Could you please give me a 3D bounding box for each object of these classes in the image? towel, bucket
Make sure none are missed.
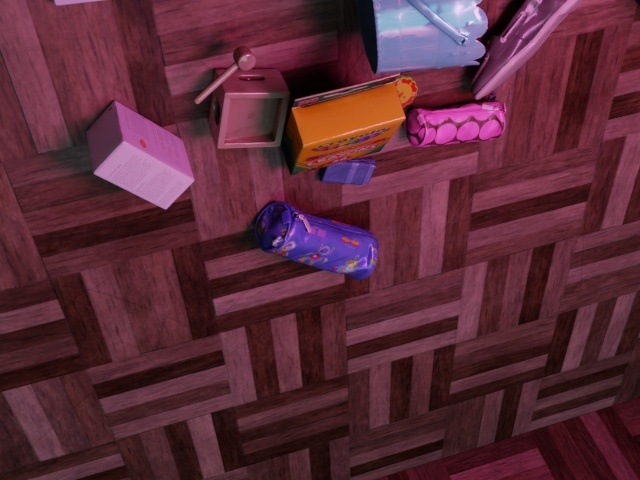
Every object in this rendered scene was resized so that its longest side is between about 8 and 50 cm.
[{"bbox_3d":[0.058,-0.153,1.886,0.119,0.029,0.067,1,132,-26],"label":"towel"},{"bbox_3d":[0.163,-0.420,1.483,0.183,0.281,0.281,-10,137,-2],"label":"bucket"}]

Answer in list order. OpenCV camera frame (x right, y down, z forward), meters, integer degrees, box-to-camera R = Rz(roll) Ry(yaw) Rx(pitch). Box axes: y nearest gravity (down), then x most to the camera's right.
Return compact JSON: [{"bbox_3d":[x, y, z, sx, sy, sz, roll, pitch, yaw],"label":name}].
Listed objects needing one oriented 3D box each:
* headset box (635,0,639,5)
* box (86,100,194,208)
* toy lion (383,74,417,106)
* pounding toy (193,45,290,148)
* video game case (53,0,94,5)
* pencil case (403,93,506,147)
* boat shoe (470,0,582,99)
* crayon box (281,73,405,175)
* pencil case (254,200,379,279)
[{"bbox_3d":[0.785,-0.493,1.699,0.282,0.246,0.131,-2,135,-21],"label":"headset box"},{"bbox_3d":[-0.339,-0.159,1.626,0.091,0.130,0.170,-42,134,21],"label":"box"},{"bbox_3d":[0.148,-0.302,1.775,0.100,0.034,0.096,23,114,-39],"label":"toy lion"},{"bbox_3d":[-0.156,-0.281,1.609,0.181,0.094,0.206,-5,135,-21],"label":"pounding toy"},{"bbox_3d":[-0.343,-0.480,1.369,0.193,0.023,0.212,-10,136,-12],"label":"video game case"},{"bbox_3d":[0.288,-0.253,1.841,0.209,0.095,0.098,-11,172,-17],"label":"pencil case"},{"bbox_3d":[0.407,-0.429,1.729,0.335,0.095,0.112,-46,169,28],"label":"boat shoe"},{"bbox_3d":[0.038,-0.214,1.646,0.202,0.081,0.318,-16,174,-7],"label":"crayon box"},{"bbox_3d":[0.000,0.000,1.947,0.306,0.120,0.133,18,147,-38],"label":"pencil case"}]
